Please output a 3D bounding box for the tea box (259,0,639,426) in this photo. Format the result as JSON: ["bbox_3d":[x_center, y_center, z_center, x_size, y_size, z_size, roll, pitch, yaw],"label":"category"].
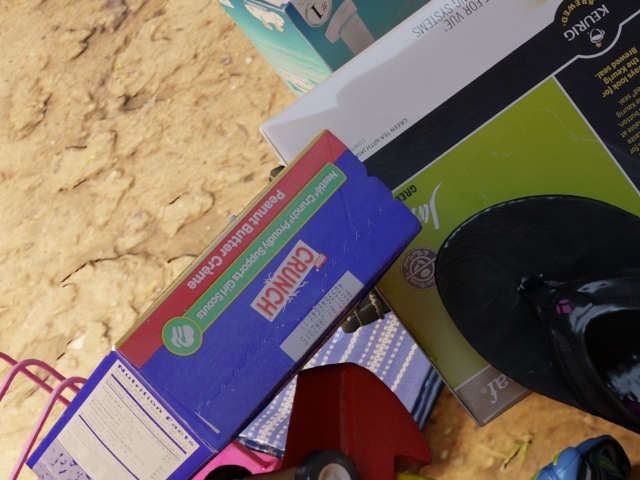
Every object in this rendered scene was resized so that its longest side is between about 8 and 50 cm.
[{"bbox_3d":[0.179,-0.065,1.711,0.329,0.220,0.323,-35,88,5],"label":"tea box"}]

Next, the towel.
[{"bbox_3d":[-0.014,0.102,1.929,0.336,0.040,0.243,13,67,36],"label":"towel"}]

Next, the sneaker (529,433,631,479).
[{"bbox_3d":[0.227,0.211,1.636,0.067,0.188,0.078,-40,78,14],"label":"sneaker"}]

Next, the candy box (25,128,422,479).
[{"bbox_3d":[-0.085,0.090,1.585,0.122,0.317,0.268,44,59,0],"label":"candy box"}]

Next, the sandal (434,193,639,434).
[{"bbox_3d":[0.296,0.103,1.544,0.446,0.107,0.167,32,92,5],"label":"sandal"}]

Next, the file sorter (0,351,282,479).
[{"bbox_3d":[-0.226,0.236,1.850,0.291,0.182,0.202,10,66,41],"label":"file sorter"}]

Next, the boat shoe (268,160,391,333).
[{"bbox_3d":[0.000,0.000,1.922,0.079,0.084,0.233,-38,48,1],"label":"boat shoe"}]

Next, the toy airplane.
[{"bbox_3d":[0.072,0.338,1.609,0.386,0.272,0.384,41,123,33],"label":"toy airplane"}]

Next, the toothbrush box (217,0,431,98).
[{"bbox_3d":[0.049,-0.242,1.949,0.126,0.295,0.216,25,76,40],"label":"toothbrush box"}]
